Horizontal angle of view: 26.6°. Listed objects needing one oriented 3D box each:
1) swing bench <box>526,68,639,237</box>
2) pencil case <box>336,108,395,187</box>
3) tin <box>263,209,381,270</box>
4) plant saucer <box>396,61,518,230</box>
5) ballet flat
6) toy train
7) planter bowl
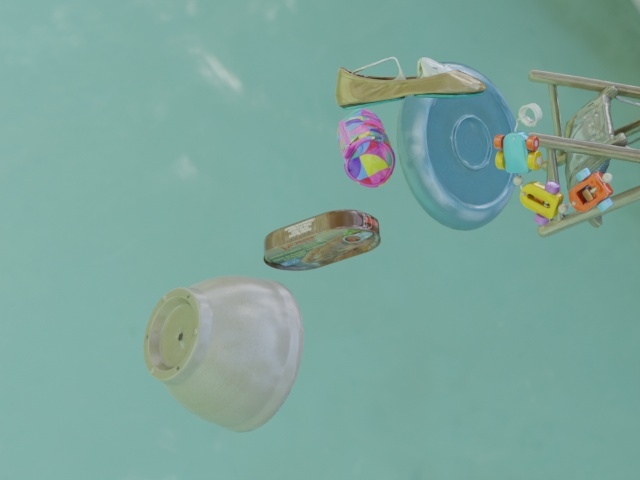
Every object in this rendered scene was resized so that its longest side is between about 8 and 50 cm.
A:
[{"bbox_3d":[0.425,-0.139,1.899,0.253,0.255,0.165,-69,150,-61],"label":"swing bench"},{"bbox_3d":[0.082,-0.177,2.540,0.104,0.104,0.236,49,9,-15],"label":"pencil case"},{"bbox_3d":[0.000,0.000,1.975,0.106,0.190,0.040,20,59,-51],"label":"tin"},{"bbox_3d":[0.269,-0.178,2.501,0.318,0.044,0.317,6,81,-40],"label":"plant saucer"},{"bbox_3d":[0.135,-0.245,2.056,0.080,0.232,0.073,-60,145,-80],"label":"ballet flat"},{"bbox_3d":[0.297,-0.092,1.712,0.166,0.125,0.046,53,39,10],"label":"toy train"},{"bbox_3d":[-0.109,0.105,1.372,0.109,0.162,0.162,20,39,-39],"label":"planter bowl"}]
